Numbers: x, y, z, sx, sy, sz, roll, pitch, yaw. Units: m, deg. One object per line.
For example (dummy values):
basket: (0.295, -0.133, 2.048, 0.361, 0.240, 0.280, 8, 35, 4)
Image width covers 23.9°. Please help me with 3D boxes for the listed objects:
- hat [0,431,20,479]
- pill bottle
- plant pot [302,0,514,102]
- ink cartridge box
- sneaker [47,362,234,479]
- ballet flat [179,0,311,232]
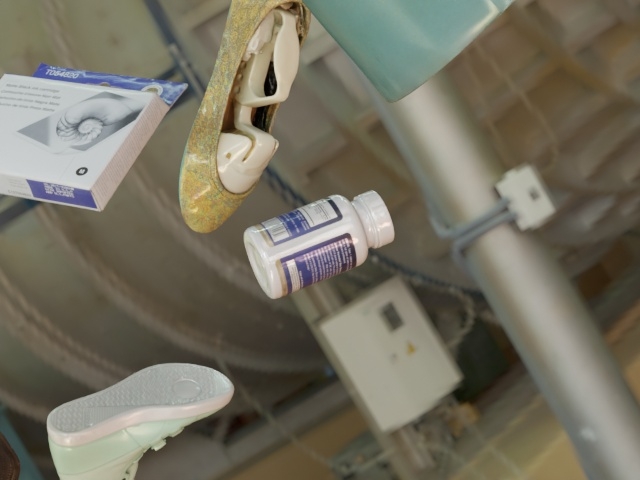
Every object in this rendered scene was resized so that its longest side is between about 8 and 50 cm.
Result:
hat: (-0.480, 0.281, 1.613, 0.331, 0.331, 0.134, -30, 42, 19)
pill bottle: (0.000, 0.000, 1.850, 0.169, 0.094, 0.094, -21, 1, -13)
plant pot: (0.071, -0.294, 1.185, 0.293, 0.235, 0.293, -45, 8, 8)
ink cartridge box: (-0.300, -0.139, 1.769, 0.223, 0.045, 0.224, 9, 49, 24)
sneaker: (-0.237, 0.259, 2.011, 0.256, 0.151, 0.094, -15, 41, -23)
ballet flat: (-0.093, -0.169, 1.952, 0.123, 0.123, 0.348, -79, 5, -86)
